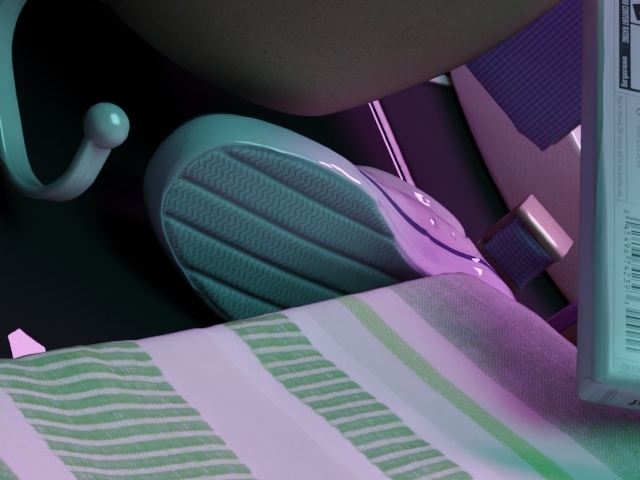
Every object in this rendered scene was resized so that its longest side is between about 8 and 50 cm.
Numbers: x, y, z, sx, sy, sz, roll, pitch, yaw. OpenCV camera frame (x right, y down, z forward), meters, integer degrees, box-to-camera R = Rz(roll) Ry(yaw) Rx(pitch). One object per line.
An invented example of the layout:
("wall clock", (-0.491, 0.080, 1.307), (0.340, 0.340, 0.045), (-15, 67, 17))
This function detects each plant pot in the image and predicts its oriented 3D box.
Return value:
("plant pot", (-0.003, -0.170, 0.724), (0.284, 0.191, 0.284), (28, 22, -13))

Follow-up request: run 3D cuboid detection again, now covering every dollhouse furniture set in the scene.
("dollhouse furniture set", (0.131, -0.065, 0.870), (0.303, 0.286, 0.198), (52, 33, 0))

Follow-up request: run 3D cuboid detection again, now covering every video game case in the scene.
("video game case", (0.207, -0.013, 0.707), (0.193, 0.023, 0.212), (11, 61, -10))

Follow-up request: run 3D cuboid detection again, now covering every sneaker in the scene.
("sneaker", (0.000, 0.000, 0.773), (0.258, 0.094, 0.091), (33, 16, -47))

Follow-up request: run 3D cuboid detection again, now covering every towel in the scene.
("towel", (0.029, 0.094, 0.570), (0.324, 0.038, 0.248), (-9, 37, -45))

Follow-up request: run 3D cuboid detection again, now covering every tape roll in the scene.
("tape roll", (0.230, -0.072, 1.249), (0.392, 0.072, 0.392), (42, 31, -33))

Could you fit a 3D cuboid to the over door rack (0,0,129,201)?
("over door rack", (-0.193, -0.180, 0.567), (0.239, 0.108, 0.324), (9, 56, -59))
